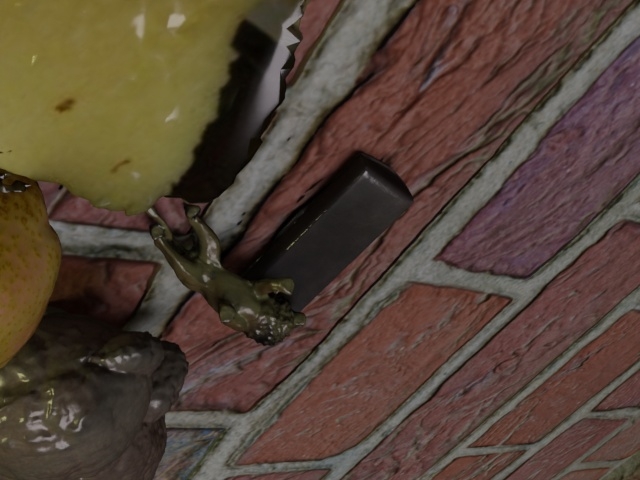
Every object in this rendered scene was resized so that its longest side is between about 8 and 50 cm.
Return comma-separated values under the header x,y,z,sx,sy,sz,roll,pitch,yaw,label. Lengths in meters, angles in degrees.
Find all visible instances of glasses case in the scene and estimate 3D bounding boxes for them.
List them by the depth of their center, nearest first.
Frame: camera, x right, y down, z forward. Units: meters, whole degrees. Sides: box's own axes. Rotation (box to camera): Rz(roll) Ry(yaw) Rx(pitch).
x,y,z,sx,sy,sz,roll,pitch,yaw,label
-0.001,0.001,0.845,0.072,0.042,0.190,23,122,-40,glasses case

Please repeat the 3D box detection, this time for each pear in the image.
x,y,z,sx,sy,sz,roll,pitch,yaw,label
-0.253,0.015,0.582,0.178,0.178,0.178,-20,146,-14,pear

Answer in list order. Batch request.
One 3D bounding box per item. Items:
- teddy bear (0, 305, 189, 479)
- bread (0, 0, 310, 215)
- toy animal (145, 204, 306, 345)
x,y,z,sx,sy,sz,roll,pitch,yaw,label
-0.224,0.153,0.784,0.236,0.151,0.267,-23,148,-13,teddy bear
-0.166,-0.179,0.320,0.405,0.242,0.345,-3,137,-39,bread
-0.083,0.034,0.776,0.069,0.086,0.219,-53,127,-17,toy animal
